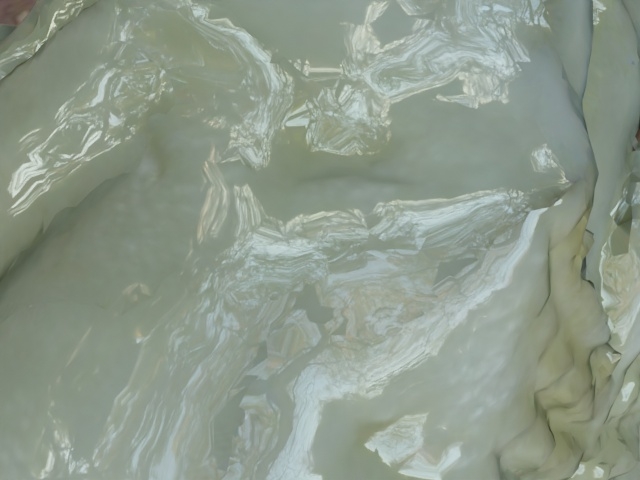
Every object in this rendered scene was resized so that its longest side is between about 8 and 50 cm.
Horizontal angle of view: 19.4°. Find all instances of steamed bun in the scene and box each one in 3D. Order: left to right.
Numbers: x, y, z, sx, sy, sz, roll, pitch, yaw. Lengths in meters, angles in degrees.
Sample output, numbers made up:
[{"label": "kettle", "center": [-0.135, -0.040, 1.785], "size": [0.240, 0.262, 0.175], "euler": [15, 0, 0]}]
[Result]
[{"label": "steamed bun", "center": [0.001, 0.001, 0.471], "size": [0.203, 0.276, 0.289], "euler": [30, 77, 24]}]
